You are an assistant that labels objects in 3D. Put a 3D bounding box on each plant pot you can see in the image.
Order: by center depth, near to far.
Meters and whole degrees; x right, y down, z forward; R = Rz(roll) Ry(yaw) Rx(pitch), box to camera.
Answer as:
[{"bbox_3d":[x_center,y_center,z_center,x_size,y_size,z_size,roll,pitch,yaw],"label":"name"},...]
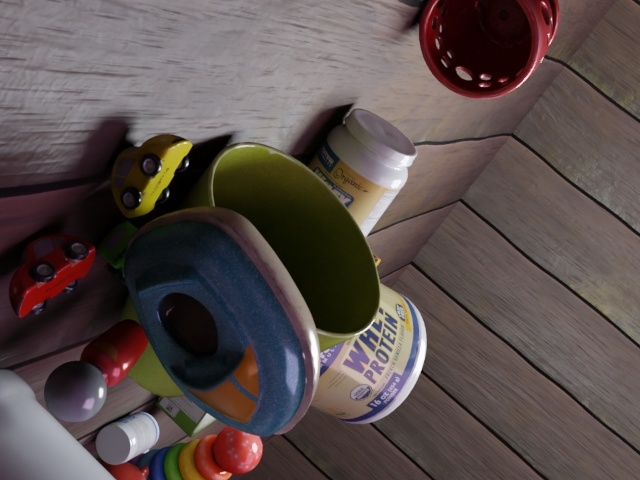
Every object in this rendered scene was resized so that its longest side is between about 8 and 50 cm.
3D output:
[{"bbox_3d":[-0.122,0.071,1.227,0.293,0.275,0.275,-38,176,31],"label":"plant pot"},{"bbox_3d":[0.269,-0.331,1.496,0.174,0.191,0.191,-40,165,-53],"label":"plant pot"}]

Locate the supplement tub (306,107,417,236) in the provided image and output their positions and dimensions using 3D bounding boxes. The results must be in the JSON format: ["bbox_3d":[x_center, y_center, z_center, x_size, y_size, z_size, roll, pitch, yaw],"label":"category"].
[{"bbox_3d":[0.047,-0.092,1.524,0.200,0.144,0.144,-55,167,23],"label":"supplement tub"}]

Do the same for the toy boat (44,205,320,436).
[{"bbox_3d":[-0.154,0.115,1.024,0.318,0.267,0.148,-19,-162,35],"label":"toy boat"}]

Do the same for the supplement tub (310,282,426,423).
[{"bbox_3d":[-0.013,0.134,1.502,0.316,0.228,0.228,30,104,-36],"label":"supplement tub"}]

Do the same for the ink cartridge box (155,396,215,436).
[{"bbox_3d":[-0.173,0.224,1.825,0.255,0.097,0.189,-54,168,25],"label":"ink cartridge box"}]

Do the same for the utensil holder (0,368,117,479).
[{"bbox_3d":[-0.326,0.387,1.057,0.327,0.385,0.327,-47,168,-14],"label":"utensil holder"}]

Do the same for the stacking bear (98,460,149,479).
[{"bbox_3d":[-0.401,0.476,1.655,0.175,0.164,0.289,-56,171,28],"label":"stacking bear"}]

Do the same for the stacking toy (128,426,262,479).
[{"bbox_3d":[-0.241,0.432,1.814,0.330,0.141,0.141,-26,-179,28],"label":"stacking toy"}]

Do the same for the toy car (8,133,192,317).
[{"bbox_3d":[-0.223,-0.005,1.028,0.239,0.053,0.225,-47,168,-10],"label":"toy car"}]

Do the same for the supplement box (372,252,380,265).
[{"bbox_3d":[-0.021,0.059,1.733,0.191,0.129,0.194,-51,161,7],"label":"supplement box"}]

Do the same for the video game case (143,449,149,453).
[{"bbox_3d":[-0.392,0.480,2.025,0.087,0.011,0.122,-44,167,-25],"label":"video game case"}]

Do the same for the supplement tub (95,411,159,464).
[{"bbox_3d":[-0.330,0.339,1.666,0.071,0.071,0.107,-52,168,12],"label":"supplement tub"}]
